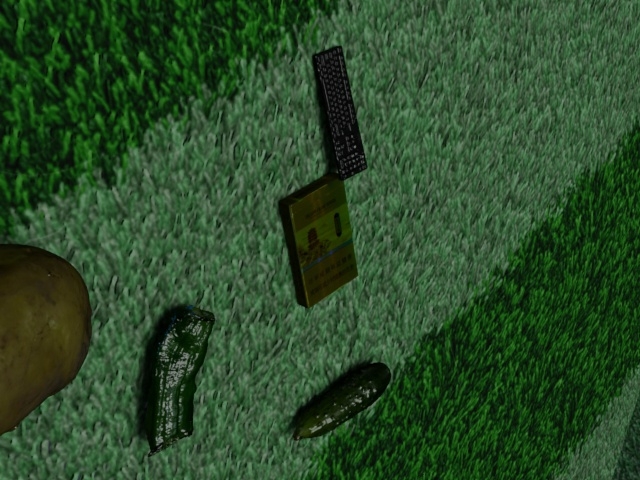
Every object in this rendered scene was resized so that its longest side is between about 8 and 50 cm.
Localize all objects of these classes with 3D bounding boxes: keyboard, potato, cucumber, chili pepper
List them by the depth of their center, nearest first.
[{"bbox_3d":[-0.369,0.110,1.109,0.266,0.229,0.229,-21,119,-49],"label":"potato"},{"bbox_3d":[-0.210,0.205,1.404,0.098,0.061,0.224,4,103,-52],"label":"chili pepper"},{"bbox_3d":[0.033,-0.198,1.520,0.061,0.013,0.204,-29,115,-37],"label":"keyboard"},{"bbox_3d":[0.038,0.282,1.689,0.227,0.069,0.069,-30,125,-33],"label":"cucumber"}]

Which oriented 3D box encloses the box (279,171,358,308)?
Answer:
[{"bbox_3d":[0.000,0.000,1.569,0.121,0.030,0.193,-32,125,-35],"label":"box"}]
